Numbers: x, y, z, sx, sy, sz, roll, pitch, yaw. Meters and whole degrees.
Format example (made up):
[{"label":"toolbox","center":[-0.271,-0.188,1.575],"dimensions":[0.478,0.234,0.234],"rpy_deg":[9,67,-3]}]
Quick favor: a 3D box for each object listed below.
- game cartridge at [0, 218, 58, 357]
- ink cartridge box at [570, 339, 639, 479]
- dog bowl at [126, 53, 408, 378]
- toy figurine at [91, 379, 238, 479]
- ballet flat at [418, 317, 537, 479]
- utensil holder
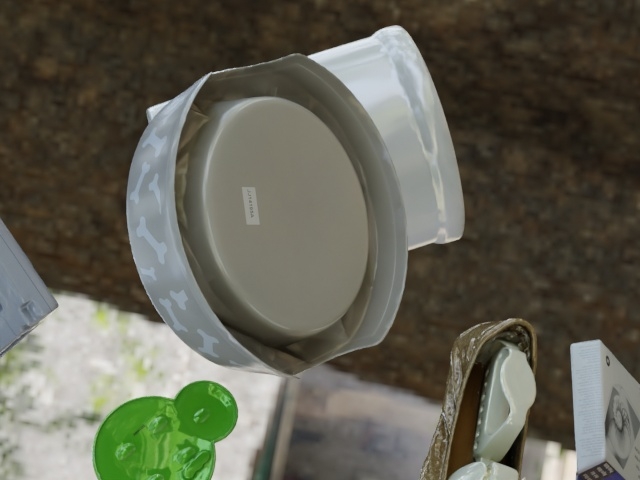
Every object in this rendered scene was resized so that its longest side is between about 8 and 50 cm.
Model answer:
[{"label":"game cartridge","center":[-0.444,0.060,2.075],"dimensions":[0.060,0.196,0.294],"rpy_deg":[-39,2,-41]},{"label":"ink cartridge box","center":[0.372,0.267,2.112],"dimensions":[0.223,0.045,0.224],"rpy_deg":[42,-136,-51]},{"label":"dog bowl","center":[-0.057,-0.021,1.755],"dimensions":[0.348,0.102,0.349],"rpy_deg":[17,-113,-45]},{"label":"toy figurine","center":[-0.172,0.242,1.833],"dimensions":[0.173,0.130,0.159],"rpy_deg":[-41,-12,-25]},{"label":"ballet flat","center":[0.179,0.227,1.796],"dimensions":[0.124,0.116,0.342],"rpy_deg":[-48,22,55]},{"label":"utensil holder","center":[-0.024,-0.100,2.434],"dimensions":[0.327,0.385,0.328],"rpy_deg":[162,90,-83]}]
